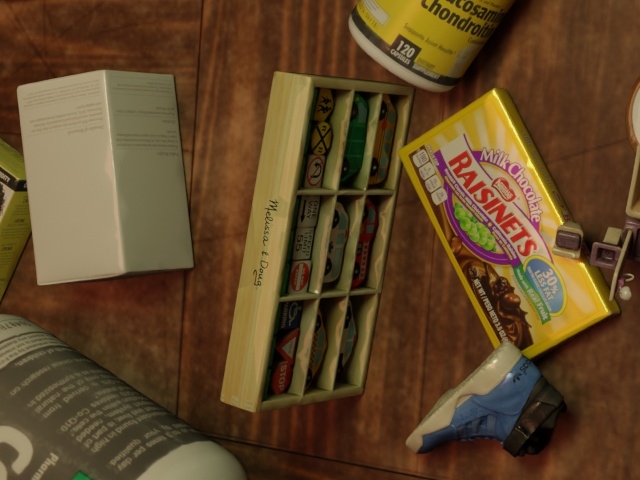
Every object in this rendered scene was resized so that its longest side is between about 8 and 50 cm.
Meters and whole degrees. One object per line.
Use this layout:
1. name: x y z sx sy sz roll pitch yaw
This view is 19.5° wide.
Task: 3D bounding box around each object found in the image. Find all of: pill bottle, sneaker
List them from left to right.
1. pill bottle: -0.191 0.228 1.610 0.361 0.204 0.204 29 107 28
2. pill bottle: 0.110 -0.216 1.464 0.103 0.103 0.184 44 114 23
3. sneaker: 0.135 0.149 1.489 0.084 0.058 0.152 43 131 1

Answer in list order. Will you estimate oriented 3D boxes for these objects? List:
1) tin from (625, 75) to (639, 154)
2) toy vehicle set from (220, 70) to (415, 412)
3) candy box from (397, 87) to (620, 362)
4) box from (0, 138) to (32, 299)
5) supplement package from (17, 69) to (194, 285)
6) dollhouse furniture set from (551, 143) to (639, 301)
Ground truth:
1. tin: 0.306 -0.122 1.387 0.189 0.040 0.106 -50 63 23
2. toy vehicle set: 0.000 0.000 1.504 0.035 0.166 0.266 14 100 31
3. candy box: 0.149 -0.009 1.493 0.105 0.027 0.206 -32 76 25
4. box: -0.341 0.019 1.780 0.087 0.058 0.232 36 110 25
5. supplement package: -0.191 -0.055 1.657 0.105 0.105 0.179 -7 87 32
6. dollhouse furniture set: 0.218 -0.015 1.381 0.091 0.081 0.114 13 126 13
